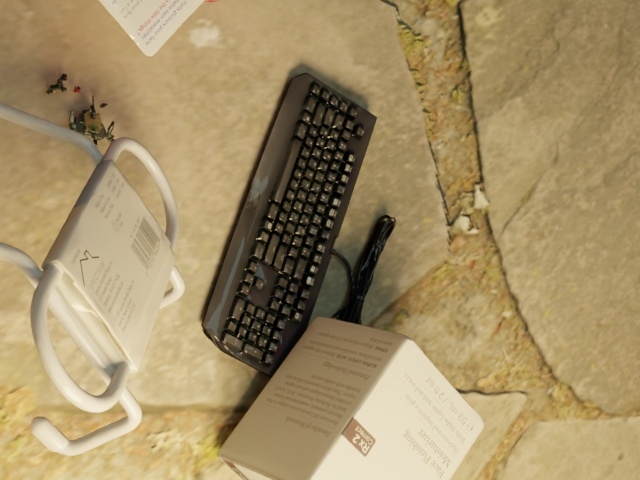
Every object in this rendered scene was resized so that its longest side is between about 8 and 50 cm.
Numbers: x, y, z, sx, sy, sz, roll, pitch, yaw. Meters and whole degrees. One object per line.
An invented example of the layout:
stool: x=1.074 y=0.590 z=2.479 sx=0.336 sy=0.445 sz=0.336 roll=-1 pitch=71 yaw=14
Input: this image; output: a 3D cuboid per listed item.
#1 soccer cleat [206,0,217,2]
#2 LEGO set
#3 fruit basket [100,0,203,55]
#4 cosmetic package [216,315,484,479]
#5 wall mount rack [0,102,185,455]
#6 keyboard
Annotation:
soccer cleat: x=-0.145 y=-0.272 z=1.322 sx=0.318 sy=0.109 sz=0.116 roll=-23 pitch=111 yaw=-32
LEGO set: x=-0.225 y=-0.117 z=1.305 sx=0.054 sy=0.023 sz=0.083 roll=-32 pitch=91 yaw=-44
fruit basket: x=-0.166 y=-0.394 z=1.197 sx=0.327 sy=0.165 sz=0.353 roll=-53 pitch=124 yaw=-22
cosmetic package: x=0.031 y=0.198 z=1.377 sx=0.151 sy=0.151 sz=0.183 roll=48 pitch=67 yaw=-31
wall mount rack: x=-0.242 y=0.000 z=1.157 sx=0.304 sy=0.130 sz=0.350 roll=57 pitch=20 yaw=-23
keyboard: x=0.000 y=0.000 z=1.470 sx=0.201 sy=0.033 sz=0.317 roll=32 pitch=68 yaw=-33
